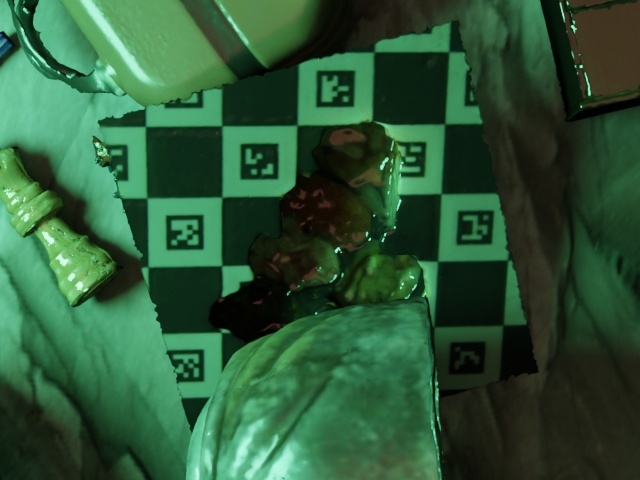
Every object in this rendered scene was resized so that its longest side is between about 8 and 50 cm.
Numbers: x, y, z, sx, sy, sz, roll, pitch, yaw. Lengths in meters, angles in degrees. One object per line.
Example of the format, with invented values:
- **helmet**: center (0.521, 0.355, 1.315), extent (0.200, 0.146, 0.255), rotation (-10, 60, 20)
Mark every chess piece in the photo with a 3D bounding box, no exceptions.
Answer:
- **chess piece**: center (-0.256, -0.022, 1.332), extent (0.060, 0.060, 0.172), rotation (-39, 87, 4)

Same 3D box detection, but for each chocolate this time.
- **chocolate**: center (-0.001, 0.195, 1.177), extent (0.213, 0.303, 0.303), rotation (-4, 90, 4)

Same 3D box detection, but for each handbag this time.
- **handbag**: center (-0.149, -0.239, 1.275), extent (0.283, 0.149, 0.302), rotation (-35, 90, 13)

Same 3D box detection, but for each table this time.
- **table**: center (0.273, -0.216, 1.231), extent (0.169, 0.172, 0.193), rotation (-12, 90, 5)

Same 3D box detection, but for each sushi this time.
- **sushi**: center (0.000, 0.000, 1.292), extent (0.320, 0.069, 0.339), rotation (-16, 111, -2)

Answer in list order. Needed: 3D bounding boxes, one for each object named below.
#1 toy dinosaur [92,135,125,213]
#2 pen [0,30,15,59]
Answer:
- **toy dinosaur**: center (-0.155, -0.041, 1.326), extent (0.055, 0.049, 0.154), rotation (-38, 82, 1)
- **pen**: center (-0.363, -0.120, 1.354), extent (0.204, 0.025, 0.025), rotation (-42, 87, 4)
